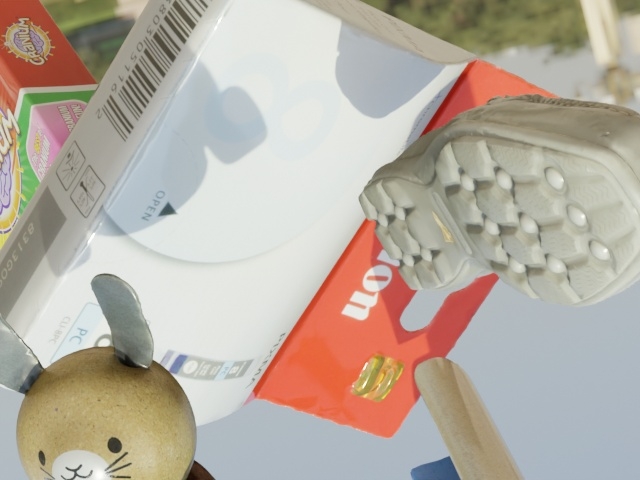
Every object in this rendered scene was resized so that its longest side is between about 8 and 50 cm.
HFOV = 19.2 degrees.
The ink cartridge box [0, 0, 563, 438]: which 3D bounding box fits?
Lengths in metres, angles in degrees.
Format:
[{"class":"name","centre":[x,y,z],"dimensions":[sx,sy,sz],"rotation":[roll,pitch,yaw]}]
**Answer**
[{"class":"ink cartridge box","centre":[0.000,0.000,1.278],"dimensions":[0.385,0.308,0.091],"rotation":[20,-160,-36]}]

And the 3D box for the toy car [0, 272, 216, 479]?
[{"class":"toy car","centre":[-0.105,0.109,0.903],"dimensions":[0.155,0.188,0.149],"rotation":[-12,-162,19]}]

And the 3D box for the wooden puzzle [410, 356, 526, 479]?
[{"class":"wooden puzzle","centre":[0.138,0.283,1.170],"dimensions":[0.081,0.347,0.322],"rotation":[-23,-156,-1]}]

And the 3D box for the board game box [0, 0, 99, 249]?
[{"class":"board game box","centre":[-0.241,-0.057,1.592],"dimensions":[0.064,0.242,0.316],"rotation":[-16,-128,-29]}]

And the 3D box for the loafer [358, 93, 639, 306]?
[{"class":"loafer","centre":[0.114,-0.033,0.971],"dimensions":[0.111,0.112,0.319],"rotation":[-33,-170,-14]}]
